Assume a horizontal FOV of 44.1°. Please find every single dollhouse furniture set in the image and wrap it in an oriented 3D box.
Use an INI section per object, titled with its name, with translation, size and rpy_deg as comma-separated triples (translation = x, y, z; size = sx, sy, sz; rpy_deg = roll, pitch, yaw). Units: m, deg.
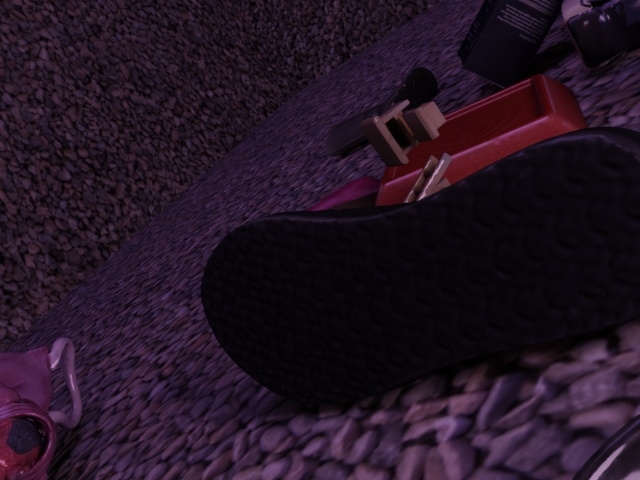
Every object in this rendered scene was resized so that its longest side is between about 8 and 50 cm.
[dollhouse furniture set]
translation = 0.113, -0.052, 0.735
size = 0.101, 0.161, 0.182
rpy_deg = -40, 14, -16

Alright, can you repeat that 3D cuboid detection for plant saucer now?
[plant saucer]
translation = 0.182, -0.119, 0.953
size = 0.259, 0.048, 0.258
rpy_deg = -23, 17, 20

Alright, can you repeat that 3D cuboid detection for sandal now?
[sandal]
translation = 0.077, 0.034, 0.635
size = 0.445, 0.168, 0.107
rpy_deg = -14, 0, 40

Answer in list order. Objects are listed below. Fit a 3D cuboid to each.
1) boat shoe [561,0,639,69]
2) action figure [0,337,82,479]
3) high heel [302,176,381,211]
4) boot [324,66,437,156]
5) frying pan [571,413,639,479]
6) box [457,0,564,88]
[boat shoe]
translation = 0.423, -0.347, 1.085
size = 0.158, 0.127, 0.341
rpy_deg = -21, 27, 27
[action figure]
translation = -0.379, 0.257, 0.967
size = 0.275, 0.248, 0.370
rpy_deg = -13, -1, -31
[high heel]
translation = 0.000, 0.000, 1.042
size = 0.244, 0.082, 0.117
rpy_deg = -38, 20, -30
[boot]
translation = 0.121, -0.255, 1.599
size = 0.189, 0.076, 0.208
rpy_deg = -43, 9, -35
[frying pan]
translation = 0.192, 0.082, 0.340
size = 0.197, 0.053, 0.326
rpy_deg = -28, 14, 31
[box]
translation = 0.294, -0.333, 1.239
size = 0.158, 0.093, 0.156
rpy_deg = -62, 4, 22
